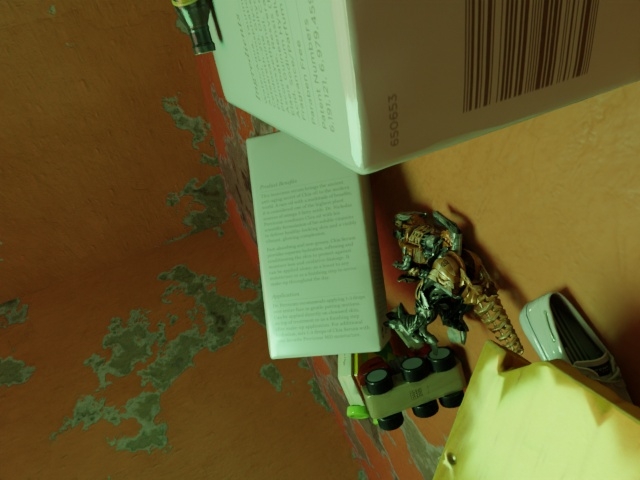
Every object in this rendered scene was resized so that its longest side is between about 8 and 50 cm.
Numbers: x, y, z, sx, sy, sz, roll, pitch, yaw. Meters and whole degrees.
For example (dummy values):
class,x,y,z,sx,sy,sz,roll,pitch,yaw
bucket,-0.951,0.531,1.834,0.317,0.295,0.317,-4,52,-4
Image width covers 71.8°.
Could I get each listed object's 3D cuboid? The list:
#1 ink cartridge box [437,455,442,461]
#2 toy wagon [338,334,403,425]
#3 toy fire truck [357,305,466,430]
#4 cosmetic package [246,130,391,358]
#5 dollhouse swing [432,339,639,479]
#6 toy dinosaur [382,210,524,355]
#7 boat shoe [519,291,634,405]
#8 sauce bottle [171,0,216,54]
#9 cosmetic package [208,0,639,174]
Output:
class,x,y,z,sx,sy,sz,roll,pitch,yaw
ink cartridge box,0.370,0.558,1.034,0.171,0.056,0.235,58,163,30
toy wagon,0.160,0.344,1.173,0.344,0.068,0.267,35,-134,-41
toy fire truck,0.183,0.277,1.023,0.246,0.217,0.158,-124,15,-78
cosmetic package,0.000,0.000,0.927,0.161,0.230,0.453,9,-106,-74
dollhouse swing,0.369,0.308,0.488,0.347,0.305,0.315,37,119,53
toy dinosaur,0.216,0.077,0.785,0.322,0.164,0.218,-100,18,-55
boat shoe,0.349,0.174,0.585,0.226,0.083,0.075,60,162,26
sauce bottle,-0.147,-0.277,0.492,0.042,0.042,0.128,37,146,59
cosmetic package,0.062,-0.309,0.449,0.394,0.329,0.327,42,149,54
